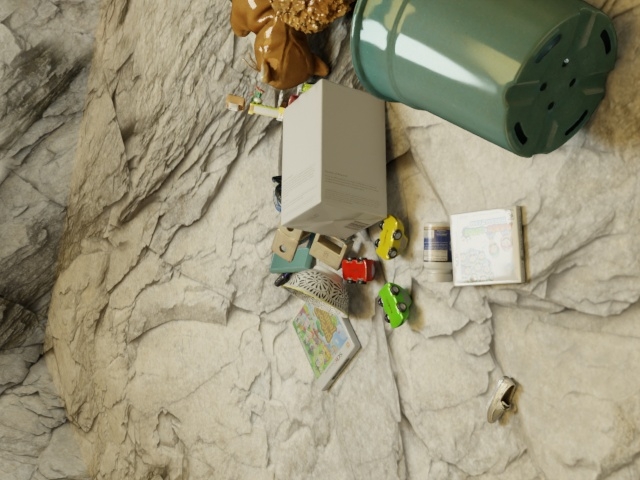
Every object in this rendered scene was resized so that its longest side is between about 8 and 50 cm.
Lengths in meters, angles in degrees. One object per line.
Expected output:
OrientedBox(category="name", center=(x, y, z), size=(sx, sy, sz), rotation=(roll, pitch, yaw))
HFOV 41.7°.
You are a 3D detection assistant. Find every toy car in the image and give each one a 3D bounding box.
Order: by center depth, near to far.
OrientedBox(category="toy car", center=(0.147, 0.088, 1.843), size=(0.239, 0.053, 0.225), rotation=(-50, 50, 45))

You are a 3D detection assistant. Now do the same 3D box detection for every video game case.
OrientedBox(category="video game case", center=(0.315, 0.013, 1.596), size=(0.157, 0.019, 0.143), rotation=(-7, 84, 47))
OrientedBox(category="video game case", center=(0.009, 0.231, 2.079), size=(0.193, 0.023, 0.212), rotation=(-58, 45, 39))

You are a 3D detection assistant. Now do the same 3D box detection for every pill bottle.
OrientedBox(category="pill bottle", center=(0.240, 0.023, 1.687), size=(0.067, 0.067, 0.120), rotation=(1, 90, 57))

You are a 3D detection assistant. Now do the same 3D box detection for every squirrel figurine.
OrientedBox(category="squirrel figurine", center=(-0.091, -0.564, 2.019), size=(0.397, 0.281, 0.370), rotation=(-14, 85, 59))

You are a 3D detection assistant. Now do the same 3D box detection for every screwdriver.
OrientedBox(category="screwdriver", center=(-0.074, 0.074, 2.215), size=(0.170, 0.024, 0.025), rotation=(-46, 24, 39))

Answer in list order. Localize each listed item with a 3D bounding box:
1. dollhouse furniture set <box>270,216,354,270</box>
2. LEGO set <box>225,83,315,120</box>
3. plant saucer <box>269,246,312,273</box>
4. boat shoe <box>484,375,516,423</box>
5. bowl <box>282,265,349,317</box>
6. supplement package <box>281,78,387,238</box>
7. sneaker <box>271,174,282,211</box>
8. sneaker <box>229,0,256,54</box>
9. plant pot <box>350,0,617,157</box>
OrientedBox(category="dollhouse furniture set", center=(0.000, 0.000, 2.038), size=(0.184, 0.129, 0.128), rotation=(32, 121, 19))
OrientedBox(category="LEGO set", center=(-0.102, -0.362, 2.152), size=(0.287, 0.132, 0.107), rotation=(17, 100, 33))
OrientedBox(category="plant saucer", center=(-0.079, 0.050, 2.202), size=(0.192, 0.018, 0.067), rotation=(-8, 64, 57))
OrientedBox(category="boat shoe", center=(0.339, 0.303, 1.569), size=(0.035, 0.035, 0.100), rotation=(41, 117, 52))
OrientedBox(category="bowl", center=(0.003, 0.109, 1.960), size=(0.170, 0.170, 0.080), rotation=(8, 70, 57))
OrientedBox(category="supplement package", center=(0.030, -0.177, 1.870), size=(0.177, 0.175, 0.292), rotation=(-27, 57, 54))
OrientedBox(category="sneaker", center=(-0.080, -0.108, 2.150), size=(0.211, 0.080, 0.081), rotation=(-108, 15, -71))
OrientedBox(category="sneaker", center=(-0.194, -0.633, 2.308), size=(0.110, 0.118, 0.292), rotation=(-29, 68, 51))
OrientedBox(category="plant pot", center=(0.285, -0.324, 1.413), size=(0.334, 0.341, 0.341), rotation=(41, 124, 39))
